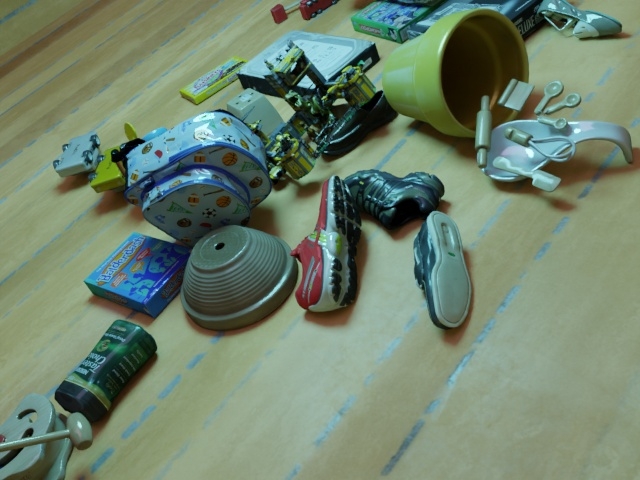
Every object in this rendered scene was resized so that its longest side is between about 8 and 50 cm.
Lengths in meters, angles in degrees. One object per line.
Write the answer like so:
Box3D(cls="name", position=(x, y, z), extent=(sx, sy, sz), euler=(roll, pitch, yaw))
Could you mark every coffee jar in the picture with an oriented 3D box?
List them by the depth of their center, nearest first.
Box3D(cls="coffee jar", position=(-0.384, 0.233, 1.291), extent=(0.096, 0.079, 0.184), euler=(9, 49, 34))

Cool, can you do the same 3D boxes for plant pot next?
Box3D(cls="plant pot", position=(-0.170, 0.048, 1.375), extent=(0.237, 0.109, 0.237), euler=(-13, 39, 11))
Box3D(cls="plant pot", position=(0.266, -0.344, 1.523), extent=(0.254, 0.254, 0.239), euler=(-41, 26, -21))
Box3D(cls="plant pot", position=(-0.174, -0.317, 1.808), extent=(0.109, 0.096, 0.109), euler=(-38, 41, -16))

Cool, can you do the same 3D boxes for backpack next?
Box3D(cls="backpack", position=(-0.236, -0.126, 1.459), extent=(0.263, 0.276, 0.213), euler=(-35, 53, 18))

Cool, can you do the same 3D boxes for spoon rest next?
Box3D(cls="spoon rest", position=(0.431, -0.176, 1.341), extent=(0.276, 0.084, 0.137), euler=(-4, 59, 21))

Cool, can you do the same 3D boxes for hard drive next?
Box3D(cls="hard drive", position=(-0.040, -0.475, 1.952), extent=(0.237, 0.064, 0.339), euler=(-43, 42, -23))

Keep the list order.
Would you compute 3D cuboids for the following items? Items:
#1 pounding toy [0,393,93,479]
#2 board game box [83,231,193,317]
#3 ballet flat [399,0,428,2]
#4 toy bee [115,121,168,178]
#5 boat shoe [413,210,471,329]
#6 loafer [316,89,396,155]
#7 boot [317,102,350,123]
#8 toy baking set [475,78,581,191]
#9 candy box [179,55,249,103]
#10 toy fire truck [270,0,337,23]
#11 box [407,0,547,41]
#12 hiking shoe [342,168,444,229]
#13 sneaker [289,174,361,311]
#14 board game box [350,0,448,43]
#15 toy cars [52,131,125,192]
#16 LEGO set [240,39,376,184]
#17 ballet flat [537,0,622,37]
Box3D(cls="pounding toy", position=(-0.509, 0.327, 1.183), extent=(0.270, 0.155, 0.154), euler=(-26, 43, -3))
Box3D(cls="board game box", position=(-0.369, 0.067, 1.502), extent=(0.210, 0.047, 0.160), euler=(12, 51, 37))
Box3D(cls="ballet flat", position=(0.216, -0.744, 2.015), extent=(0.409, 0.147, 0.147), euler=(23, 57, 43))
Box3D(cls="toy bee", position=(-0.396, -0.187, 1.749), extent=(0.162, 0.298, 0.195), euler=(-33, 68, 33))
Box3D(cls="boat shoe", position=(0.199, 0.059, 1.221), extent=(0.079, 0.084, 0.233), euler=(-45, 31, 39))
Box3D(cls="loafer", position=(0.074, -0.275, 1.649), extent=(0.220, 0.078, 0.080), euler=(-38, 40, -17))
Box3D(cls="boot", position=(0.027, -0.318, 1.756), extent=(0.118, 0.042, 0.087), euler=(-22, 30, -9))
Box3D(cls="toy baking set", position=(0.377, -0.203, 1.335), extent=(0.197, 0.030, 0.256), euler=(-4, 62, 35))
Box3D(cls="candy box", position=(-0.306, -0.472, 2.111), extent=(0.206, 0.027, 0.105), euler=(-37, 37, -17))
Box3D(cls="toy fire truck", position=(-0.048, -0.748, 2.283), extent=(0.192, 0.047, 0.135), euler=(-37, 39, -18))
Box3D(cls="box", position=(0.411, -0.553, 1.803), extent=(0.307, 0.076, 0.242), euler=(-39, 41, -18))
Box3D(cls="hiking shoe", position=(0.120, -0.075, 1.389), extent=(0.227, 0.086, 0.114), euler=(-3, 41, 24))
Box3D(cls="sneaker", position=(0.000, 0.000, 1.322), extent=(0.118, 0.107, 0.279), euler=(-13, 53, 29))
Box3D(cls="board game box", position=(0.270, -0.673, 2.038), extent=(0.317, 0.046, 0.213), euler=(-37, 39, -16))
Box3D(cls="toy cars", position=(-0.577, -0.190, 1.880), extent=(0.176, 0.087, 0.394), euler=(-40, 38, -27))
Box3D(cls="LEGO set", position=(-0.062, -0.305, 1.590), extent=(0.331, 0.192, 0.255), euler=(-47, 28, -4))
Box3D(cls="ballet flat", position=(0.594, -0.504, 1.667), extent=(0.213, 0.072, 0.068), euler=(42, 100, 38))
